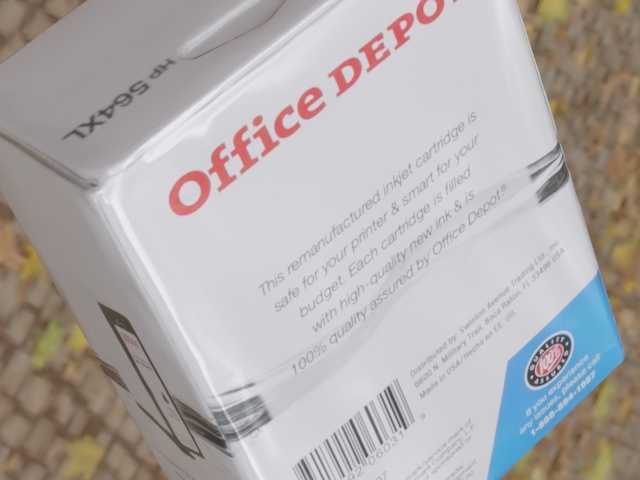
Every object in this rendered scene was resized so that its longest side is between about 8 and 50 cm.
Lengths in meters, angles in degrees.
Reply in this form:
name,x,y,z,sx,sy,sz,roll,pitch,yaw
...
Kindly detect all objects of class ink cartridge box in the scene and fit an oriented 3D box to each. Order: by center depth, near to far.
name,x,y,z,sx,sy,sz,roll,pitch,yaw
ink cartridge box,0.000,0.000,0.604,0.148,0.086,0.203,-39,131,-19
